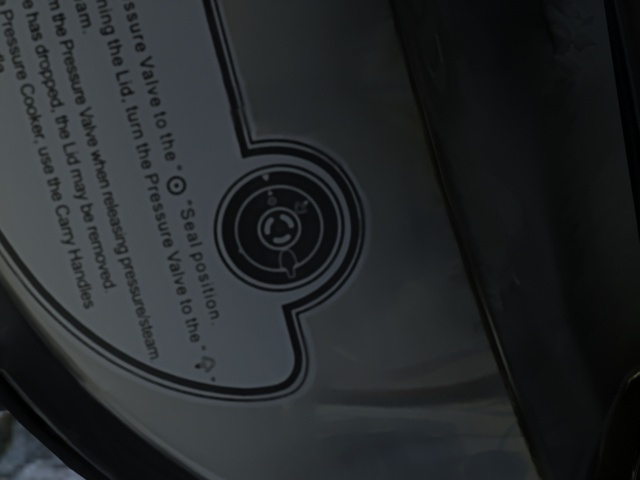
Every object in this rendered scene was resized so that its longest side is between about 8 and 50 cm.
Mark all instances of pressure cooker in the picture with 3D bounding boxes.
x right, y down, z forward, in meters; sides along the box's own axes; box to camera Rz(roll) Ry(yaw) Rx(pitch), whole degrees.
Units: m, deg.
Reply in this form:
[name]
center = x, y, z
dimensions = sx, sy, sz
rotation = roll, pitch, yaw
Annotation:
[pressure cooker]
center = 0.033, -0.096, 0.545
dimensions = 0.370, 0.420, 0.375
rotation = 32, -88, -16
